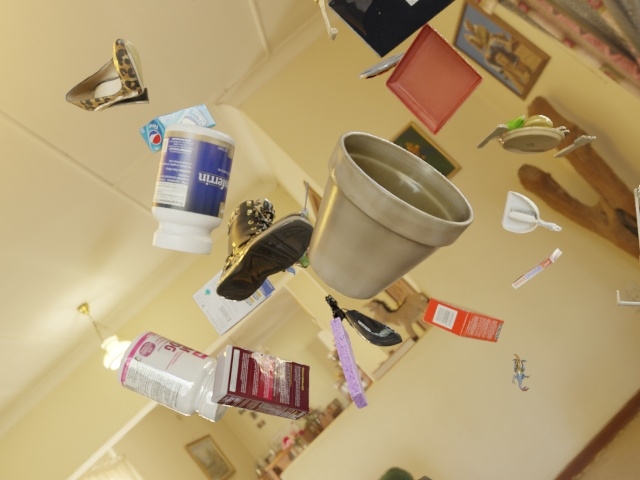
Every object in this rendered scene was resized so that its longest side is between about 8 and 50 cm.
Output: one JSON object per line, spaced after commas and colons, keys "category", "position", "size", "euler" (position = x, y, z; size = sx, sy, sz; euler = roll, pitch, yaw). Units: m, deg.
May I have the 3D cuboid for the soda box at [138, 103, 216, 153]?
{"category": "soda box", "position": [-0.361, -0.290, 1.276], "size": [0.071, 0.067, 0.210], "euler": [-25, 12, 29]}

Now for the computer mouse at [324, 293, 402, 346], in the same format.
{"category": "computer mouse", "position": [0.124, 0.267, 1.491], "size": [0.060, 0.262, 0.184], "euler": [-56, -25, -17]}

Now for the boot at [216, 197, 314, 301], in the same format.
{"category": "boot", "position": [-0.170, -0.021, 1.465], "size": [0.377, 0.138, 0.284], "euler": [-44, 33, 31]}

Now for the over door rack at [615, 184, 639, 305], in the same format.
{"category": "over door rack", "position": [0.702, -0.038, 1.009], "size": [0.324, 0.108, 0.239], "euler": [-68, -27, -18]}

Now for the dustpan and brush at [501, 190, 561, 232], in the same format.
{"category": "dustpan and brush", "position": [0.737, -0.077, 1.737], "size": [0.060, 0.211, 0.147], "euler": [-32, -48, -44]}

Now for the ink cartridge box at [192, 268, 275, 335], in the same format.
{"category": "ink cartridge box", "position": [-0.308, 0.187, 1.806], "size": [0.311, 0.185, 0.065], "euler": [-41, -8, 25]}

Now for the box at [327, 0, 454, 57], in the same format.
{"category": "box", "position": [0.208, -0.626, 1.048], "size": [0.343, 0.179, 0.312], "euler": [-28, 38, 41]}

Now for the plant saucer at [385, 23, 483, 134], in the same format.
{"category": "plant saucer", "position": [0.369, -0.520, 1.615], "size": [0.048, 0.258, 0.259], "euler": [-34, -12, -39]}

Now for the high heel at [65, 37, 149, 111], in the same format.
{"category": "high heel", "position": [-0.487, -0.358, 1.094], "size": [0.186, 0.093, 0.261], "euler": [-8, -10, -14]}

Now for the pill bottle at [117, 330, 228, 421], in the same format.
{"category": "pill bottle", "position": [-0.374, 0.364, 1.325], "size": [0.160, 0.283, 0.160], "euler": [20, -90, -81]}

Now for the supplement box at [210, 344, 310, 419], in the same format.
{"category": "supplement box", "position": [-0.145, 0.362, 1.260], "size": [0.073, 0.240, 0.130], "euler": [-47, 31, 41]}

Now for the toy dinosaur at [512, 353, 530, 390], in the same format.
{"category": "toy dinosaur", "position": [0.555, 0.368, 1.368], "size": [0.047, 0.082, 0.090], "euler": [-4, 9, 26]}

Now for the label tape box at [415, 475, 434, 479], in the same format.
{"category": "label tape box", "position": [0.073, 0.398, 0.590], "size": [0.249, 0.115, 0.348], "euler": [-15, 4, -24]}

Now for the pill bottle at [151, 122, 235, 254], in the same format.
{"category": "pill bottle", "position": [-0.281, -0.107, 1.086], "size": [0.153, 0.153, 0.264], "euler": [11, -92, -74]}

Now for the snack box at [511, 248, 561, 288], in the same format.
{"category": "snack box", "position": [0.679, 0.092, 1.566], "size": [0.064, 0.022, 0.178], "euler": [-31, -16, -37]}

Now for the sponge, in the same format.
{"category": "sponge", "position": [0.073, 0.312, 1.270], "size": [0.031, 0.210, 0.117], "euler": [-19, -38, 3]}

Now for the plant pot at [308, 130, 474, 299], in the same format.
{"category": "plant pot", "position": [0.116, -0.035, 1.085], "size": [0.323, 0.323, 0.280], "euler": [-24, -29, -56]}

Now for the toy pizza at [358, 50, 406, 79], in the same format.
{"category": "toy pizza", "position": [0.227, -0.614, 1.761], "size": [0.201, 0.032, 0.201], "euler": [-25, 20, 9]}

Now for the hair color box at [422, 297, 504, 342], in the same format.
{"category": "hair color box", "position": [0.238, 0.132, 0.819], "size": [0.141, 0.072, 0.043], "euler": [19, -90, -48]}

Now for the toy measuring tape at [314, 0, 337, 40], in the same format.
{"category": "toy measuring tape", "position": [0.036, -0.800, 1.597], "size": [0.122, 0.330, 0.121], "euler": [-16, -11, -3]}

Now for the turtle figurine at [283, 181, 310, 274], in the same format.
{"category": "turtle figurine", "position": [0.000, 0.000, 1.556], "size": [0.266, 0.198, 0.274], "euler": [46, -112, -82]}

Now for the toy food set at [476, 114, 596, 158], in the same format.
{"category": "toy food set", "position": [0.419, -0.209, 0.986], "size": [0.132, 0.192, 0.038], "euler": [126, 150, -78]}
